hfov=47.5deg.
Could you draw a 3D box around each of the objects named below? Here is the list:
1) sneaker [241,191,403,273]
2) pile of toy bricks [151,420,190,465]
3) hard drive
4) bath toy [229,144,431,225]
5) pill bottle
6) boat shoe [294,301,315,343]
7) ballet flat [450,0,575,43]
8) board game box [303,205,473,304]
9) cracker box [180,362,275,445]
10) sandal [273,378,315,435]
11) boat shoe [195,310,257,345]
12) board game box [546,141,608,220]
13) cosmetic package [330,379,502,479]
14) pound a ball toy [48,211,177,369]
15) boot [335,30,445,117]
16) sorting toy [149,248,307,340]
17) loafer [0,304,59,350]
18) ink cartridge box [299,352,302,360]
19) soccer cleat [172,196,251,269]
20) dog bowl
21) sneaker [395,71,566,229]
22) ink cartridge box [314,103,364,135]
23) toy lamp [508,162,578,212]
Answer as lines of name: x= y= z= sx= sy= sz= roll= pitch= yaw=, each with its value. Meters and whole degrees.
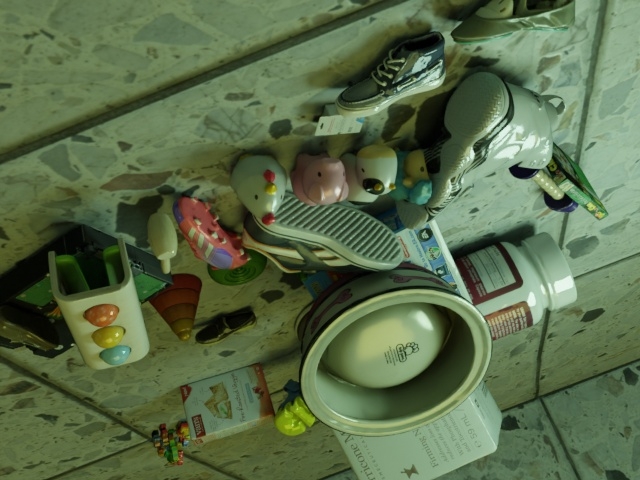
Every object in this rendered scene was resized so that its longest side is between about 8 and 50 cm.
sneaker: x=0.000 y=0.000 z=1.416 sx=0.321 sy=0.126 sz=0.127 roll=19 pitch=138 yaw=-20
pile of toy bricks: x=-0.457 y=0.643 z=2.239 sx=0.118 sy=0.105 sz=0.212 roll=-3 pitch=146 yaw=-27
hard drive: x=-0.484 y=0.106 z=1.383 sx=0.338 sy=0.064 sz=0.237 roll=-30 pitch=149 yaw=19
bath toy: x=0.018 y=-0.100 z=1.281 sx=0.348 sy=0.129 sz=0.151 roll=-6 pitch=148 yaw=-21
pill bottle: x=0.410 y=0.136 z=1.806 sx=0.391 sy=0.224 sz=0.224 roll=-22 pitch=150 yaw=4
boat shoe: x=0.041 y=0.189 z=1.798 sx=0.116 sy=0.097 sz=0.324 roll=5 pitch=142 yaw=-37
ballet flat: x=0.296 y=-0.349 z=1.115 sx=0.213 sy=0.072 sz=0.068 roll=-11 pitch=122 yaw=-16
board game box: x=0.147 y=0.096 z=1.593 sx=0.301 sy=0.086 sz=0.308 roll=-26 pitch=126 yaw=6
cracker box: x=-0.252 y=0.446 z=1.986 sx=0.232 sy=0.156 sz=0.067 roll=-16 pitch=150 yaw=-7
sandal: x=0.009 y=0.391 z=1.954 sx=0.317 sy=0.138 sz=0.126 roll=-27 pitch=122 yaw=9
boat shoe: x=-0.224 y=0.199 z=1.707 sx=0.152 sy=0.056 sz=0.049 roll=-23 pitch=147 yaw=-15
board game box: x=0.520 y=-0.134 z=1.517 sx=0.030 sy=0.136 sz=0.259 roll=-37 pitch=146 yaw=24
cosmetic package: x=0.268 y=0.486 z=2.094 sx=0.393 sy=0.330 sz=0.327 roll=-30 pitch=175 yaw=16
pound a ball toy: x=-0.341 y=0.106 z=1.270 sx=0.208 sy=0.136 sz=0.319 roll=-12 pitch=150 yaw=-14
boot: x=0.107 y=-0.263 z=1.138 sx=0.189 sy=0.069 sz=0.086 roll=-24 pitch=144 yaw=-9
sorting toy: x=-0.181 y=0.104 z=1.500 sx=0.365 sy=0.126 sz=0.127 roll=-23 pitch=150 yaw=7
loafer: x=-0.541 y=0.163 z=1.329 sx=0.050 sy=0.056 sz=0.148 roll=-28 pitch=139 yaw=15
ink cartridge box: x=0.124 y=0.273 z=1.940 sx=0.332 sy=0.065 sz=0.165 roll=-13 pitch=172 yaw=-31
soccer cleat: x=-0.216 y=-0.003 z=1.352 sx=0.095 sy=0.083 sz=0.248 roll=-22 pitch=153 yaw=13
dog bowl: x=0.143 y=0.220 z=1.532 sx=0.407 sy=0.150 sz=0.408 roll=-6 pitch=124 yaw=-9
sneaker: x=0.295 y=-0.147 z=1.356 sx=0.210 sy=0.137 sz=0.366 roll=1 pitch=141 yaw=-27
ink cartridge box: x=0.029 y=-0.203 z=1.215 sx=0.083 sy=0.028 sz=0.048 roll=-8 pitch=148 yaw=-20
toy lamp: x=0.496 y=-0.124 z=1.580 sx=0.080 sy=0.080 sz=0.274 roll=-34 pitch=147 yaw=23
